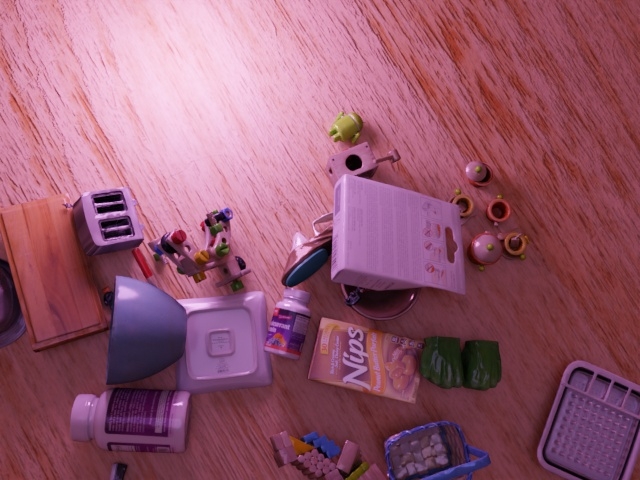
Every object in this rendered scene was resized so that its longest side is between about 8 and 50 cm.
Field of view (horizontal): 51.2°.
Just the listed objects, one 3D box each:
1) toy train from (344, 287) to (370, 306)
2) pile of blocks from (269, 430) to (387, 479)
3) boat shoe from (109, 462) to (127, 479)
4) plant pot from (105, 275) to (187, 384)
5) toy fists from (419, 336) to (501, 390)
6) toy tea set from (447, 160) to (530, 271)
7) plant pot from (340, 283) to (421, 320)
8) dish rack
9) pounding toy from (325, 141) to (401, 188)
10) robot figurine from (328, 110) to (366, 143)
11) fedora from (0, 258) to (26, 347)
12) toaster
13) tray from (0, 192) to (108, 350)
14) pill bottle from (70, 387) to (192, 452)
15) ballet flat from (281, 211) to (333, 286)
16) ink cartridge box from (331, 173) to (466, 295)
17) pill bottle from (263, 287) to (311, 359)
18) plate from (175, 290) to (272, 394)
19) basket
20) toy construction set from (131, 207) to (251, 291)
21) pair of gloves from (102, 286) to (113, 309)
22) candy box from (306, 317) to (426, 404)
[{"bbox_3d":[0.130,0.127,1.884,0.036,0.027,0.158,44,81,0],"label":"toy train"},{"bbox_3d":[0.020,0.626,1.871,0.362,0.112,0.149,31,61,-3],"label":"pile of blocks"},{"bbox_3d":[-0.561,0.687,1.838,0.040,0.049,0.142,5,78,-4],"label":"boat shoe"},{"bbox_3d":[-0.470,0.248,1.815,0.195,0.290,0.290,6,80,-18],"label":"plant pot"},{"bbox_3d":[0.402,0.357,1.911,0.279,0.096,0.142,10,71,-28],"label":"toy fists"},{"bbox_3d":[0.500,-0.076,2.008,0.200,0.124,0.336,-23,83,-8],"label":"toy tea set"},{"bbox_3d":[0.171,0.119,1.958,0.237,0.110,0.237,1,80,-4],"label":"plant pot"},{"bbox_3d":[0.793,0.547,1.954,0.285,0.072,0.333,24,79,-1],"label":"dish rack"},{"bbox_3d":[0.128,-0.243,1.978,0.206,0.181,0.094,-23,82,-8],"label":"pounding toy"},{"bbox_3d":[0.081,-0.348,2.050,0.115,0.067,0.101,-35,76,-9],"label":"robot figurine"},{"bbox_3d":[-0.949,0.168,1.855,0.243,0.124,0.275,-18,82,-7],"label":"fedora"},{"bbox_3d":[-0.607,-0.055,1.894,0.185,0.110,0.168,-12,79,-36],"label":"toaster"},{"bbox_3d":[-0.757,0.085,1.883,0.202,0.076,0.411,-17,81,-19],"label":"tray"},{"bbox_3d":[-0.510,0.487,1.814,0.301,0.169,0.169,4,80,-4],"label":"pill bottle"},{"bbox_3d":[0.000,0.000,1.973,0.342,0.116,0.124,-37,64,-10],"label":"ballet flat"},{"bbox_3d":[0.222,-0.001,1.902,0.385,0.091,0.308,13,59,-19],"label":"ink cartridge box"},{"bbox_3d":[-0.089,0.238,1.918,0.108,0.108,0.193,15,79,-2],"label":"pill bottle"},{"bbox_3d":[-0.287,0.295,1.926,0.277,0.045,0.278,-5,81,-6],"label":"plate"},{"bbox_3d":[0.300,0.599,1.795,0.254,0.289,0.201,-15,82,-6],"label":"basket"},{"bbox_3d":[-0.347,0.069,1.890,0.309,0.257,0.237,-24,96,12],"label":"toy construction set"},{"bbox_3d":[-0.631,0.183,1.935,0.083,0.010,0.074,-32,83,-11],"label":"pair of gloves"},{"bbox_3d":[0.134,0.348,1.927,0.316,0.087,0.183,14,78,-3],"label":"candy box"}]
